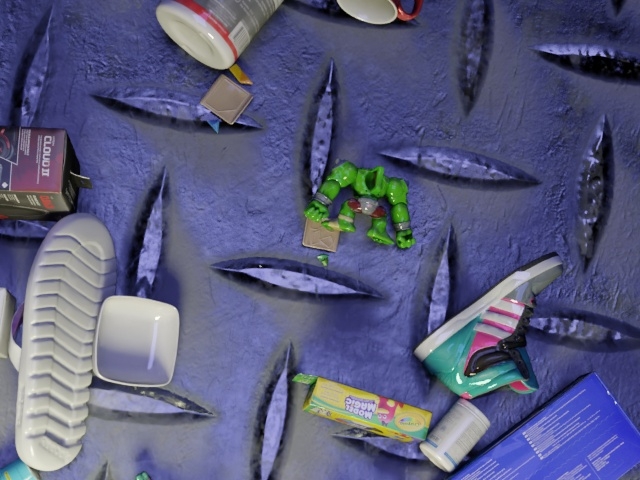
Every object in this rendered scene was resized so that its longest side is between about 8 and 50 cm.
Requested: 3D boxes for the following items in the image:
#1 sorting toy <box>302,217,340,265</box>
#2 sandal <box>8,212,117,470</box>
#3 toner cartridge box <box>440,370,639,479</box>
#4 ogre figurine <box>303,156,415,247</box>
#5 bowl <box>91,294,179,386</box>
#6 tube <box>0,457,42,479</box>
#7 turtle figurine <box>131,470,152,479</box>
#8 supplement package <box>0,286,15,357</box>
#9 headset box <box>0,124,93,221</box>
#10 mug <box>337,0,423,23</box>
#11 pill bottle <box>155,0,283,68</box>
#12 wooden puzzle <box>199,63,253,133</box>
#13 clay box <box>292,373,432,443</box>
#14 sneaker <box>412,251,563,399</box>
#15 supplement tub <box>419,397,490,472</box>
[{"bbox_3d":[0.000,0.000,1.987,0.062,0.012,0.083,13,73,-8],"label":"sorting toy"},{"bbox_3d":[-0.434,0.153,1.856,0.102,0.169,0.417,-2,72,35],"label":"sandal"},{"bbox_3d":[0.357,0.382,1.912,0.347,0.075,0.165,-33,82,-12],"label":"toner cartridge box"},{"bbox_3d":[0.079,-0.065,1.968,0.197,0.097,0.118,14,83,1],"label":"ogre figurine"},{"bbox_3d":[-0.305,0.164,1.879,0.142,0.053,0.142,12,76,-32],"label":"bowl"},{"bbox_3d":[-0.539,0.417,1.825,0.207,0.052,0.080,-34,72,-6],"label":"tube"},{"bbox_3d":[-0.223,0.464,1.785,0.234,0.118,0.175,26,55,32],"label":"turtle figurine"},{"bbox_3d":[-0.588,0.123,1.849,0.179,0.105,0.105,6,77,-4],"label":"supplement package"},{"bbox_3d":[-0.512,-0.106,1.849,0.293,0.218,0.110,3,79,-6],"label":"headset box"},{"bbox_3d":[0.114,-0.478,2.071,0.113,0.150,0.169,6,69,32],"label":"mug"},{"bbox_3d":[-0.137,-0.448,1.992,0.161,0.161,0.283,36,76,2],"label":"pill bottle"},{"bbox_3d":[-0.162,-0.246,2.023,0.078,0.014,0.116,41,77,8],"label":"wooden puzzle"},{"bbox_3d":[0.059,0.271,1.876,0.222,0.127,0.053,17,76,-2],"label":"clay box"},{"bbox_3d":[0.320,0.164,1.927,0.295,0.124,0.178,-36,79,-4],"label":"sneaker"},{"bbox_3d":[0.221,0.321,1.913,0.071,0.071,0.107,43,77,4],"label":"supplement tub"}]
